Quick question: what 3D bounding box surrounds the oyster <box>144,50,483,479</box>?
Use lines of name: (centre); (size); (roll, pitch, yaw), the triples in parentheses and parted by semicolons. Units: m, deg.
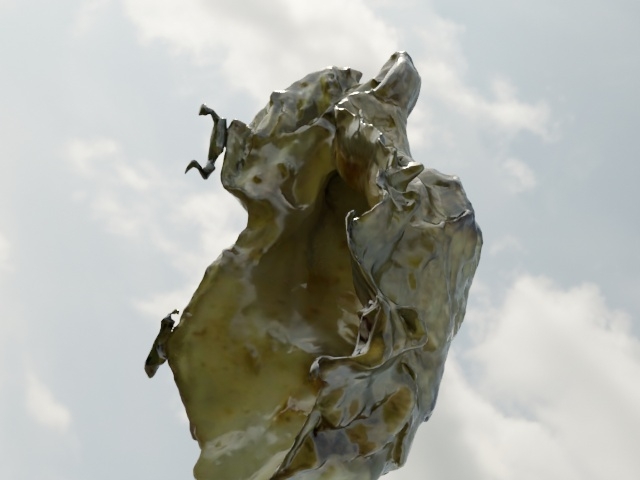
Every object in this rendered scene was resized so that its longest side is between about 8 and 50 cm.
oyster: (-0.004, 0.005, 0.560); (0.198, 0.337, 0.133); (-36, -57, 26)
